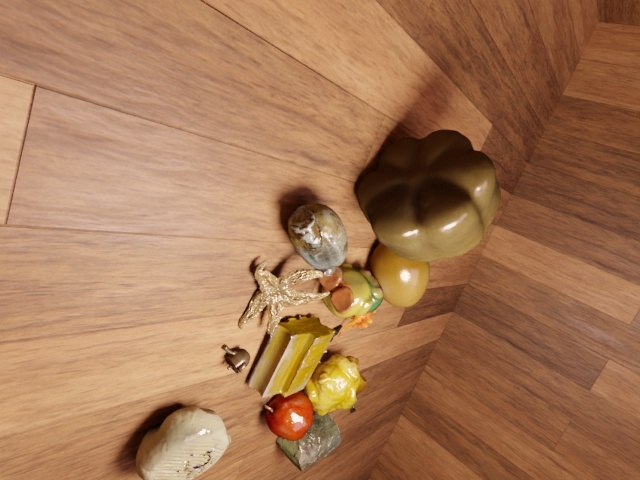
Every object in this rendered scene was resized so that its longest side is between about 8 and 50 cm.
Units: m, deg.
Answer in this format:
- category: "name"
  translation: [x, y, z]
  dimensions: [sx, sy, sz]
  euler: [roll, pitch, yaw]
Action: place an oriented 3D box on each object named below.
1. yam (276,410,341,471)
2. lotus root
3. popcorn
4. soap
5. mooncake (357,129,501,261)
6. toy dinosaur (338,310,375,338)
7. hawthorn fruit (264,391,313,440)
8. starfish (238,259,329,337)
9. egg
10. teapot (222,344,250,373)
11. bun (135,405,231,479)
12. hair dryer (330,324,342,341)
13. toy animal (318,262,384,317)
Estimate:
- category: "yam"
  translation: [-0.058, 0.931, 1.924]
  dimensions: [0.271, 0.202, 0.201]
  euler: [-24, 111, -39]
- category: "lotus root"
  translation: [0.000, -0.002, 1.300]
  dimensions: [0.175, 0.175, 0.349]
  euler: [-50, 152, -14]
- category: "popcorn"
  translation: [0.081, 0.641, 1.820]
  dimensions: [0.316, 0.281, 0.297]
  euler: [1, 132, -39]
- category: "soap"
  translation: [-0.109, 0.429, 1.521]
  dimensions: [0.259, 0.143, 0.281]
  euler: [7, 115, -51]
- category: "mooncake"
  translation: [0.369, -0.161, 1.415]
  dimensions: [0.467, 0.467, 0.262]
  euler: [-56, 139, -6]
- category: "toy dinosaur"
  translation: [0.186, 0.329, 1.826]
  dimensions: [0.288, 0.117, 0.070]
  euler: [-58, 148, -14]
- category: "hawthorn fruit"
  translation: [-0.141, 0.703, 1.657]
  dimensions: [0.225, 0.196, 0.196]
  euler: [31, 89, -32]
- category: "starfish"
  translation: [-0.135, 0.187, 1.327]
  dimensions: [0.299, 0.060, 0.302]
  euler: [29, 105, -38]
- category: "egg"
  translation: [0.342, 0.136, 1.749]
  dimensions: [0.250, 0.250, 0.322]
  euler: [-30, 114, -37]
- category: "teapot"
  translation: [-0.272, 0.377, 1.319]
  dimensions: [0.080, 0.085, 0.110]
  euler: [-37, 121, -32]
- category: "bun"
  translation: [-0.415, 0.614, 1.239]
  dimensions: [0.273, 0.168, 0.273]
  euler: [-21, 132, -26]
- category: "hair dryer"
  translation: [0.063, 0.423, 1.836]
  dimensions: [0.079, 0.031, 0.083]
  euler: [-29, 150, -50]
- category: "toy animal"
  translation: [0.113, 0.204, 1.588]
  dimensions: [0.191, 0.216, 0.338]
  euler: [-41, 156, 22]
